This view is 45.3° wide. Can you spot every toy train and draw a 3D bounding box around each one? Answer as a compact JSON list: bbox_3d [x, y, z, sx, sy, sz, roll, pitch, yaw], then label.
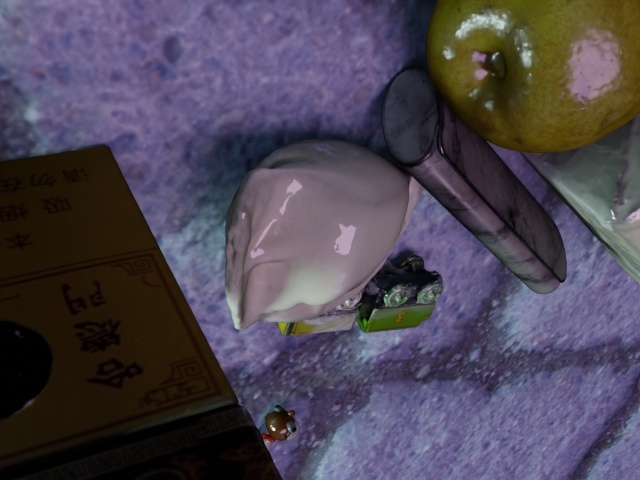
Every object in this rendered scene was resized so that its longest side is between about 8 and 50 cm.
[{"bbox_3d":[0.039,0.061,0.817,0.202,0.060,0.081,-3,132,-27],"label":"toy train"}]

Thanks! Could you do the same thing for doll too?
[{"bbox_3d":[-0.061,0.235,0.916,0.085,0.040,0.058,-32,146,-4],"label":"doll"}]

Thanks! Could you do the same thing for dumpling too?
[{"bbox_3d":[0.000,0.000,0.690,0.252,0.131,0.179,-15,126,-50],"label":"dumpling"}]

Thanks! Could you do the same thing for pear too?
[{"bbox_3d":[0.190,-0.165,0.630,0.200,0.200,0.200,-17,132,-19],"label":"pear"}]

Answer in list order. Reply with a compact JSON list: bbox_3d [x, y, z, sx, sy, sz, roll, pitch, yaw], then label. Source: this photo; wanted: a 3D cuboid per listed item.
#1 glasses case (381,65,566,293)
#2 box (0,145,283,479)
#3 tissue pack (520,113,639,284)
[{"bbox_3d":[0.164,-0.050,0.771,0.060,0.114,0.299,-25,142,27],"label":"glasses case"},{"bbox_3d":[-0.196,0.108,0.456,0.264,0.415,0.116,-11,130,-24],"label":"box"},{"bbox_3d":[0.425,-0.087,0.822,0.297,0.207,0.380,-44,135,11],"label":"tissue pack"}]
